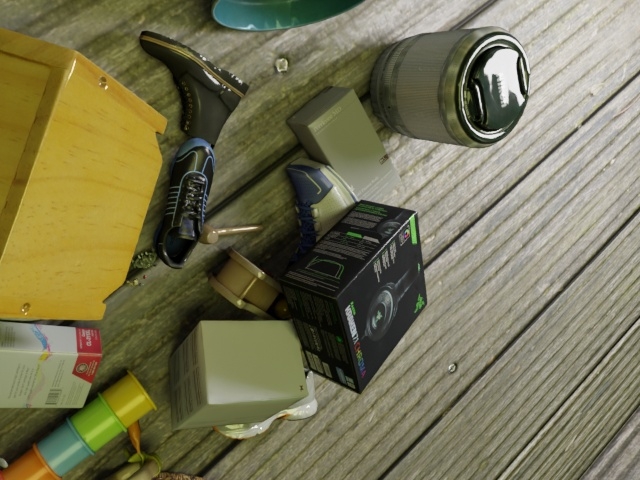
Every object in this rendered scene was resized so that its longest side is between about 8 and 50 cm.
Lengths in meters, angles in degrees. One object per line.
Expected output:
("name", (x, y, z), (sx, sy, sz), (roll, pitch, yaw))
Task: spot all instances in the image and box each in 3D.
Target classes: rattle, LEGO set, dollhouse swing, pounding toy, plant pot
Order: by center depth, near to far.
("dollhouse swing", (-0.471, -0.093, 0.733), (0.315, 0.304, 0.347), (35, 69, -73))
("plant pot", (-0.062, -0.500, 0.785), (0.271, 0.271, 0.255), (-15, 97, -28))
("LEGO set", (-0.325, 0.049, 0.928), (0.054, 0.023, 0.083), (3, 104, -33))
("rattle", (-0.423, 0.442, 0.971), (0.199, 0.130, 0.143), (-24, 109, 6))
("pounding toy", (-0.120, 0.057, 0.980), (0.269, 0.154, 0.155), (41, 83, -35))

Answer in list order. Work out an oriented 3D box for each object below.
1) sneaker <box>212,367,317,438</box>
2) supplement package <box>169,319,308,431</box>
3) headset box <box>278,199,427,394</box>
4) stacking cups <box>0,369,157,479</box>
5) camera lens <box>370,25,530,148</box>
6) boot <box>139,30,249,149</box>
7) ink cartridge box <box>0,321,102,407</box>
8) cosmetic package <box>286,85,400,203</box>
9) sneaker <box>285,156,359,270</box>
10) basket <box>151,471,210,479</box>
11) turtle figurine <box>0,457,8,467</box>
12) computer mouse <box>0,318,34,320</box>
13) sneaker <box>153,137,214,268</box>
("sneaker", (-0.123, 0.345, 1.120), (0.262, 0.099, 0.121), (-6, 101, -39))
("supplement package", (-0.163, 0.257, 0.960), (0.194, 0.149, 0.203), (6, 147, -32))
("headset box", (0.083, 0.094, 0.963), (0.283, 0.131, 0.246), (-43, 134, -36))
("stacking cups", (-0.452, 0.362, 0.891), (0.316, 0.096, 0.096), (-35, 121, -24))
("camera lens", (0.259, -0.309, 1.025), (0.219, 0.274, 0.219), (-10, 111, -29))
("boot", (-0.232, -0.251, 0.863), (0.198, 0.077, 0.137), (23, 98, -34))
("ink cartridge box", (-0.473, 0.208, 0.840), (0.175, 0.072, 0.127), (13, 115, -34))
("cosmetic package", (0.052, -0.184, 1.042), (0.127, 0.107, 0.238), (-44, 126, -10))
("sneaker", (0.000, 0.001, 1.054), (0.182, 0.127, 0.315), (-41, 124, -17))
("basket", (-0.325, 0.662, 1.088), (0.299, 0.223, 0.213), (-63, 158, 0))
("turtle figurine", (-0.641, 0.343, 0.727), (0.266, 0.274, 0.198), (58, 39, -27))
("computer mouse", (-0.517, 0.091, 0.810), (0.193, 0.042, 0.106), (14, 97, -34))
("sneaker", (-0.232, -0.060, 0.893), (0.081, 0.090, 0.232), (9, 110, -34))
